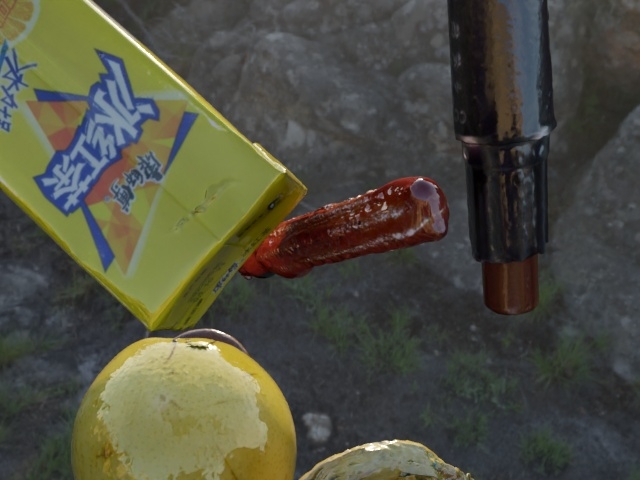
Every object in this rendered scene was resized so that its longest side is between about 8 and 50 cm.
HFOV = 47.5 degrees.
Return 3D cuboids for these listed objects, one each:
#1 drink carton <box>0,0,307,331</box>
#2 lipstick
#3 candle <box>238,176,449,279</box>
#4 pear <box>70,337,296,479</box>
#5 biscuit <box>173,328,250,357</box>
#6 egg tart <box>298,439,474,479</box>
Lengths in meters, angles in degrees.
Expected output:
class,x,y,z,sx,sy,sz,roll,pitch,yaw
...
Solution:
class,x,y,z,sx,sy,sz,roll,pitch,yaw
drink carton,-0.193,-0.099,0.574,0.351,0.154,0.111,41,3,8
lipstick,0.149,-0.080,0.586,0.081,0.300,0.081,-8,20,3
candle,0.000,0.000,0.579,0.051,0.329,0.048,40,68,-17
pear,-0.204,0.312,1.116,0.348,0.348,0.348,6,34,-4
biscuit,-0.223,0.272,1.372,0.212,0.212,0.036,8,-10,0
egg tart,0.069,0.363,0.941,0.290,0.291,0.107,-4,18,-18
